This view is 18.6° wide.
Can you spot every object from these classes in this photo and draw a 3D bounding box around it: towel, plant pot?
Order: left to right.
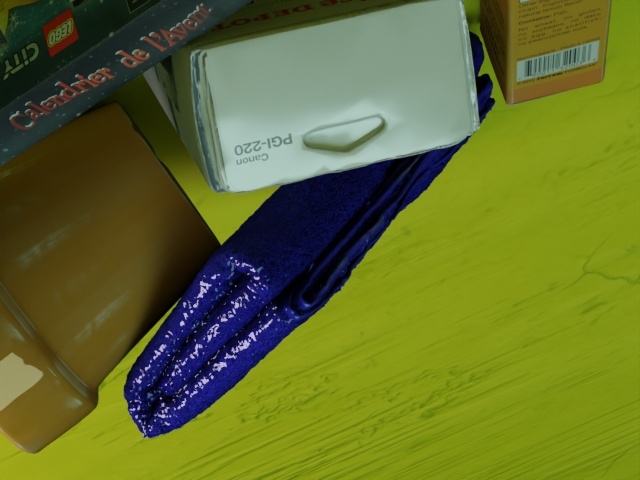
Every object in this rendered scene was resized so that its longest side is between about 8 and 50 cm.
[{"bbox_3d":[-0.178,0.010,1.341,0.188,0.205,0.205,-35,153,-2],"label":"plant pot"},{"bbox_3d":[0.000,0.000,1.371,0.308,0.076,0.227,-46,175,-42],"label":"towel"}]

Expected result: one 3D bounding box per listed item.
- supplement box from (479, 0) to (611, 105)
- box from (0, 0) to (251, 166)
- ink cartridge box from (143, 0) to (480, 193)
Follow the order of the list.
[{"bbox_3d":[0.149,-0.184,1.293,0.080,0.078,0.233,-14,153,-4],"label":"supplement box"},{"bbox_3d":[-0.141,-0.153,1.070,0.233,0.159,0.044,-30,151,23],"label":"box"},{"bbox_3d":[-0.017,-0.117,1.150,0.159,0.218,0.092,-14,117,-11],"label":"ink cartridge box"}]
